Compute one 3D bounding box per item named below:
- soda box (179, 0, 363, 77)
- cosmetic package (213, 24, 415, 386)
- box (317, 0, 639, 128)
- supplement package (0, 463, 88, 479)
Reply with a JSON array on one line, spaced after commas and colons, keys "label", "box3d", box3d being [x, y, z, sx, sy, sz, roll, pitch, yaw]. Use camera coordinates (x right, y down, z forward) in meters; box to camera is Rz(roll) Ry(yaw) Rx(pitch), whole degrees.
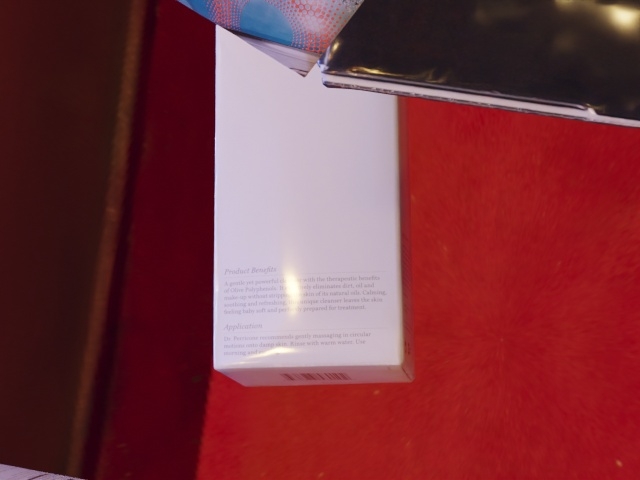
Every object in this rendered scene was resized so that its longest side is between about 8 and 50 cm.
[{"label": "soda box", "box3d": [0.017, -0.119, 0.321, 0.058, 0.183, 0.063, 30, 58, -9]}, {"label": "cosmetic package", "box3d": [-0.003, -0.039, 1.361, 0.196, 0.155, 0.366, -1, 77, 9]}, {"label": "box", "box3d": [0.242, -0.268, 1.020, 0.479, 0.472, 0.298, 7, 105, -4]}, {"label": "supplement package", "box3d": [-0.226, 0.274, 1.079, 0.244, 0.134, 0.139, 7, 93, 13]}]
